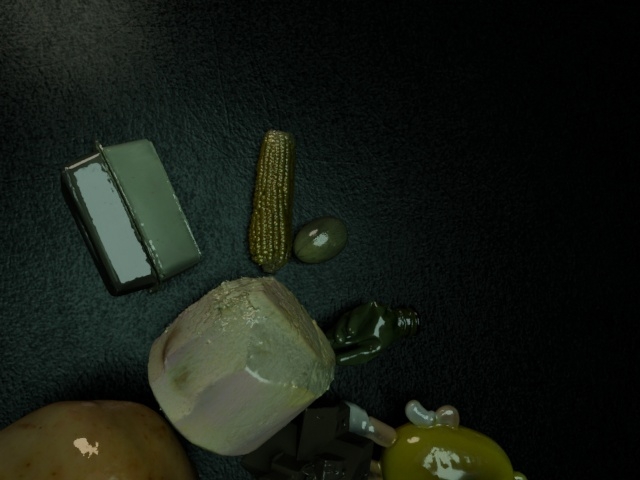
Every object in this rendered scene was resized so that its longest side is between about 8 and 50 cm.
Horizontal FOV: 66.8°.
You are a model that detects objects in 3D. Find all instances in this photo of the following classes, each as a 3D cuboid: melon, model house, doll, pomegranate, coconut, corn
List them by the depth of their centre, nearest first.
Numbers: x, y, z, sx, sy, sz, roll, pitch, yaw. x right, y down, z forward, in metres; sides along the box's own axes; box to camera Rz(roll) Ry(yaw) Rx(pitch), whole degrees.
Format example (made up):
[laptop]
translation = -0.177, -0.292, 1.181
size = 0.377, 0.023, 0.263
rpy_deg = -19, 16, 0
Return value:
[pomegranate]
translation = -0.409, 0.457, 0.805
size = 0.412, 0.411, 0.410
rpy_deg = 1, 85, -14
[coconut]
translation = -0.160, 0.233, 0.902
size = 0.310, 0.297, 0.297
rpy_deg = -40, 96, 5
[model house]
translation = -0.034, 0.408, 0.909
size = 0.212, 0.243, 0.204
rpy_deg = 8, 87, 26
[corn]
translation = -0.101, -0.086, 1.059
size = 0.097, 0.097, 0.319
rpy_deg = 6, 82, -14
[doll]
translation = 0.196, 0.503, 1.062
size = 0.423, 0.161, 0.348
rpy_deg = 43, 98, -8
[melon]
translation = 0.000, 0.000, 1.073
size = 0.131, 0.098, 0.097
rpy_deg = -29, 93, -10

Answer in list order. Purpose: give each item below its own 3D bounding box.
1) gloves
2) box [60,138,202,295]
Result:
[gloves]
translation = 0.101, 0.202, 1.080
size = 0.268, 0.107, 0.135
rpy_deg = -7, 96, -32
[box]
translation = -0.363, -0.037, 0.924
size = 0.166, 0.221, 0.290
rpy_deg = -25, 92, -29
